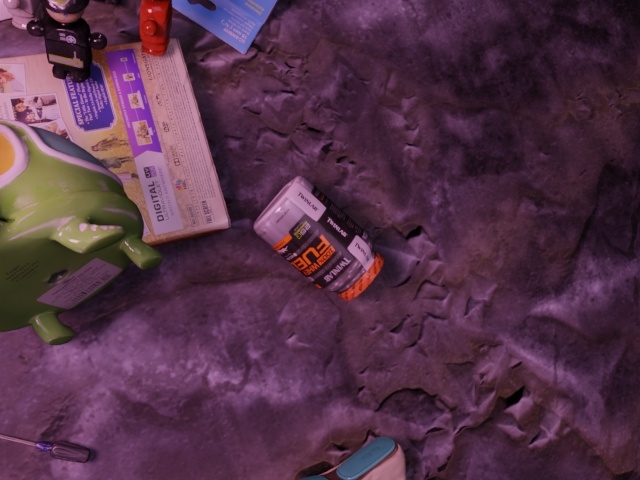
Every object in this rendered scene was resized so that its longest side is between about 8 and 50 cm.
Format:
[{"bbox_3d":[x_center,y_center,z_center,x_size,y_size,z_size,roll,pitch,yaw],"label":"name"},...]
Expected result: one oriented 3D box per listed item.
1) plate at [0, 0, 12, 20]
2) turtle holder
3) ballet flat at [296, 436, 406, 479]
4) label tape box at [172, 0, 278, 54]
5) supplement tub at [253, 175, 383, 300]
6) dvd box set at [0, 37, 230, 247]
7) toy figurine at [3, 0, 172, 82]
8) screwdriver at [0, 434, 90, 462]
[{"bbox_3d":[-0.582,-0.418,0.962,0.278,0.045,0.277,-26,89,-24],"label":"plate"},{"bbox_3d":[-0.361,-0.017,0.778,0.227,0.243,0.320,53,27,14],"label":"turtle holder"},{"bbox_3d":[0.027,0.384,1.036,0.248,0.086,0.086,-19,87,-25],"label":"ballet flat"},{"bbox_3d":[-0.134,-0.514,1.125,0.240,0.106,0.334,31,70,-13],"label":"label tape box"},{"bbox_3d":[0.000,0.000,1.073,0.190,0.117,0.117,41,68,-9],"label":"supplement tub"},{"bbox_3d":[-0.368,-0.112,0.979,0.420,0.062,0.308,-16,86,-24],"label":"dvd box set"},{"bbox_3d":[-0.322,-0.347,0.954,0.213,0.148,0.209,-29,65,-30],"label":"toy figurine"},{"bbox_3d":[-0.394,0.270,0.924,0.170,0.025,0.024,17,75,-9],"label":"screwdriver"}]
